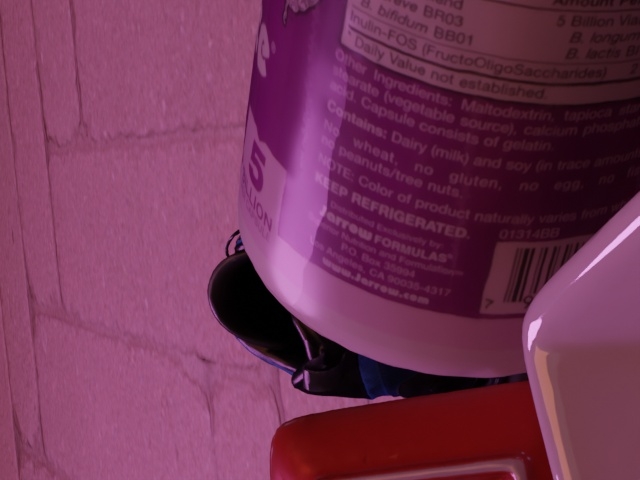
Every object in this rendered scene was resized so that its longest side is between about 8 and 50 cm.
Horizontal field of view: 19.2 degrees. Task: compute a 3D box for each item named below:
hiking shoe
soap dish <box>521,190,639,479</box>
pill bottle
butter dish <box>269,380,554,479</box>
[{"bbox_3d":[0.000,0.000,0.941,0.304,0.132,0.113,-153,58,-67],"label":"hiking shoe"},{"bbox_3d":[0.173,0.063,0.505,0.291,0.118,0.229,126,133,-62],"label":"soap dish"},{"bbox_3d":[0.066,-0.112,0.671,0.169,0.169,0.301,-119,30,-46],"label":"pill bottle"},{"bbox_3d":[0.073,0.146,0.827,0.160,0.118,0.160,-11,82,30],"label":"butter dish"}]
